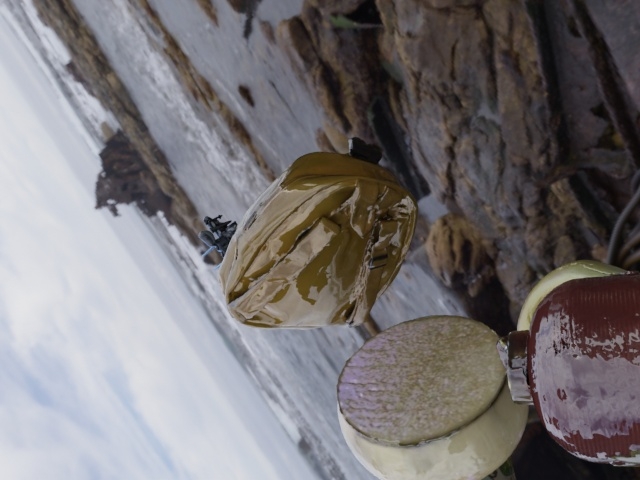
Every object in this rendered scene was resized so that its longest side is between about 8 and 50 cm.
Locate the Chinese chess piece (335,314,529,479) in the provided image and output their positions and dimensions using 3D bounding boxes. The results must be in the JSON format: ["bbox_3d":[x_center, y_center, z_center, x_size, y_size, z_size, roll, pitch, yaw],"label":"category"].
[{"bbox_3d":[0.156,0.222,0.869,0.270,0.270,0.112,33,150,60],"label":"Chinese chess piece"}]

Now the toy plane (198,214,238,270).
[{"bbox_3d":[-0.170,-0.008,1.371,0.169,0.246,0.078,51,129,1],"label":"toy plane"}]

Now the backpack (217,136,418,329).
[{"bbox_3d":[0.004,0.005,1.075,0.353,0.378,0.201,10,-140,-41],"label":"backpack"}]

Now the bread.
[{"bbox_3d":[0.470,0.125,1.096,0.261,0.158,0.156,-40,42,51],"label":"bread"}]

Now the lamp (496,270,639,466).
[{"bbox_3d":[0.292,0.116,0.543,0.258,0.180,0.180,-8,125,28],"label":"lamp"}]

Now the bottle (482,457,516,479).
[{"bbox_3d":[0.229,0.357,0.899,0.253,0.120,0.120,-92,-15,-46],"label":"bottle"}]
